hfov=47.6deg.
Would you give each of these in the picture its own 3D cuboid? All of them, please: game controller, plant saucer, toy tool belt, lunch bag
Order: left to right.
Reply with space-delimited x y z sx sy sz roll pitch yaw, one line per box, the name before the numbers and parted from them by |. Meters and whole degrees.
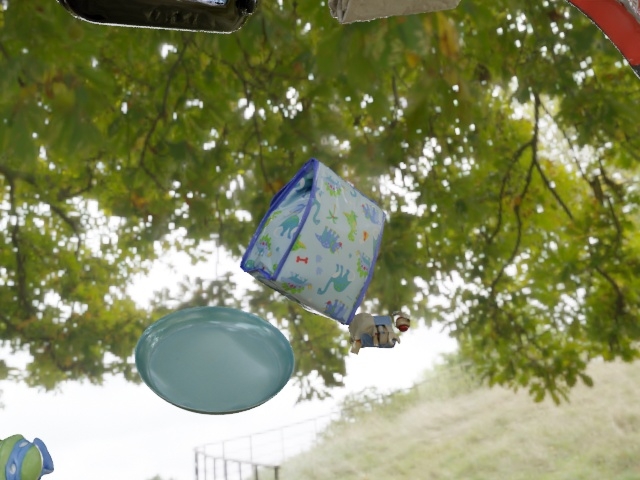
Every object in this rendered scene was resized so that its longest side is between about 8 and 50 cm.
game controller | -0.133 -0.288 0.699 0.167 0.067 0.319 -62 -13 22
plant saucer | -0.210 0.243 1.456 0.317 0.318 0.044 1 -59 -14
lunch bag | 0.000 0.000 0.837 0.128 0.151 0.096 34 -11 -36
toy tool belt | 0.077 0.124 0.933 0.083 0.051 0.052 -1 -35 -6

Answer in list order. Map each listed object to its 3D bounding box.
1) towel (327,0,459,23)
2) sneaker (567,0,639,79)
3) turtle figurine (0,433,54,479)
towel | 0.139 -0.433 1.110 0.282 0.049 0.187 -18 -39 -35
sneaker | 0.189 -0.204 0.422 0.090 0.270 0.145 -16 -34 -27
turtle figurine | -0.413 0.182 0.665 0.266 0.198 0.274 -7 -10 16
